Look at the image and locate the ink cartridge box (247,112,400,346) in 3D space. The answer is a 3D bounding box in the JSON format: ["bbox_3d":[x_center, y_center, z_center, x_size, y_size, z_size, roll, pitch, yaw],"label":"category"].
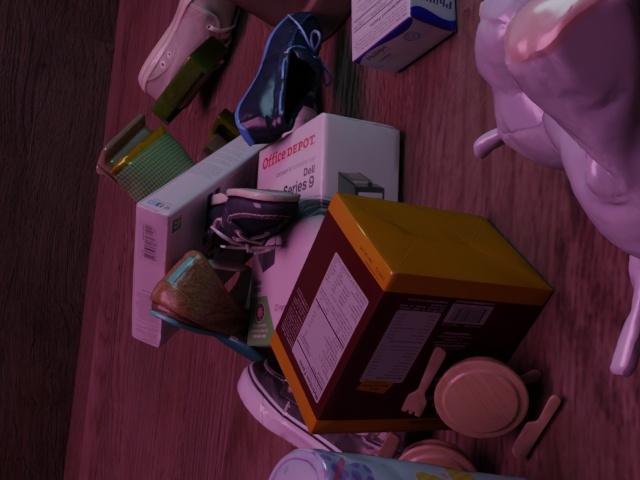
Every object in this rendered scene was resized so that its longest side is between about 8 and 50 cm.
[{"bbox_3d":[0.000,0.000,0.947,0.211,0.121,0.289,-16,69,60],"label":"ink cartridge box"}]

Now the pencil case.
[{"bbox_3d":[0.084,0.247,0.585,0.124,0.273,0.113,-61,28,21],"label":"pencil case"}]

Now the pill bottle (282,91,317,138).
[{"bbox_3d":[-0.039,-0.217,1.131,0.067,0.067,0.120,-33,55,54],"label":"pill bottle"}]

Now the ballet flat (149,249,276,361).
[{"bbox_3d":[-0.129,0.099,1.045,0.116,0.342,0.124,20,78,27],"label":"ballet flat"}]

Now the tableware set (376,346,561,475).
[{"bbox_3d":[0.134,0.188,0.687,0.039,0.128,0.194,-66,-2,-65],"label":"tableware set"}]

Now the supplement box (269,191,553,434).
[{"bbox_3d":[0.082,0.078,0.705,0.194,0.191,0.129,-66,34,27],"label":"supplement box"}]

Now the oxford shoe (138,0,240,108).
[{"bbox_3d":[-0.243,-0.453,1.519,0.130,0.169,0.449,46,126,4],"label":"oxford shoe"}]

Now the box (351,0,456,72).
[{"bbox_3d":[0.102,-0.303,0.891,0.126,0.072,0.137,-23,62,57],"label":"box"}]

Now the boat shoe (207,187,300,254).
[{"bbox_3d":[-0.094,-0.023,0.896,0.254,0.095,0.079,-2,80,64],"label":"boat shoe"}]

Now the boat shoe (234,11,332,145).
[{"bbox_3d":[-0.032,-0.230,1.007,0.089,0.109,0.258,-3,56,31],"label":"boat shoe"}]

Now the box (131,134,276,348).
[{"bbox_3d":[-0.174,-0.015,1.092,0.322,0.058,0.232,-46,-26,-54],"label":"box"}]

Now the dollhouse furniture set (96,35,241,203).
[{"bbox_3d":[-0.202,-0.170,1.171,0.151,0.197,0.301,-39,17,37],"label":"dollhouse furniture set"}]

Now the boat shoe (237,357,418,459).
[{"bbox_3d":[0.013,0.210,0.903,0.335,0.121,0.119,23,96,50],"label":"boat shoe"}]

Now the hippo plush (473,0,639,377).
[{"bbox_3d":[0.238,-0.116,0.520,0.236,0.234,0.294,-105,-11,-66],"label":"hippo plush"}]

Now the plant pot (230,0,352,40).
[{"bbox_3d":[-0.098,-0.499,1.091,0.323,0.280,0.323,-22,64,57],"label":"plant pot"}]
